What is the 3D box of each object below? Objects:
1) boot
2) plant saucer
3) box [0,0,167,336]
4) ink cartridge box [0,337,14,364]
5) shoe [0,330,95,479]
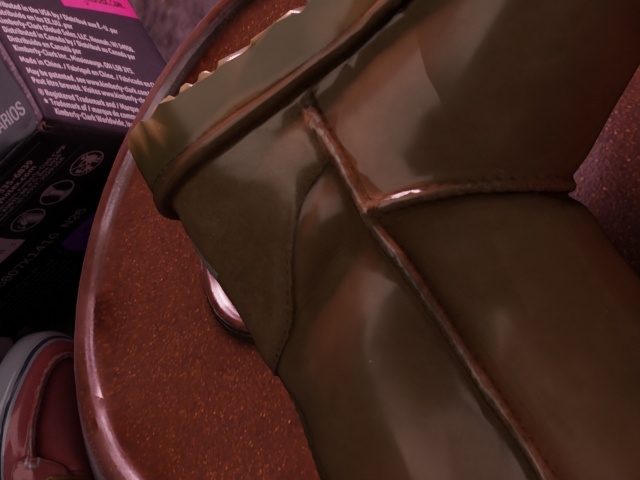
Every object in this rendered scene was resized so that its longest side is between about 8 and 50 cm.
[{"bbox_3d":[0.094,0.030,0.494,0.236,0.089,0.269,-36,76,23],"label":"boot"},{"bbox_3d":[0.000,0.000,0.655,0.310,0.050,0.311,-23,56,40],"label":"plant saucer"},{"bbox_3d":[-0.204,-0.105,0.855,0.165,0.143,0.270,-40,69,21],"label":"box"},{"bbox_3d":[-0.214,0.072,0.926,0.104,0.060,0.180,-46,49,25],"label":"ink cartridge box"},{"bbox_3d":[-0.111,0.130,0.806,0.081,0.063,0.178,-3,79,43],"label":"shoe"}]
